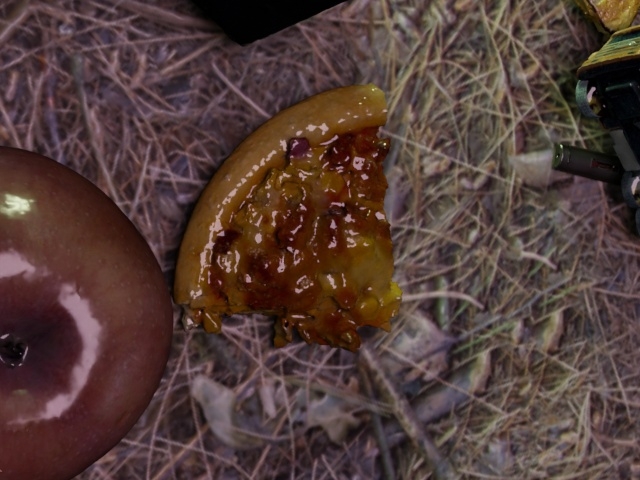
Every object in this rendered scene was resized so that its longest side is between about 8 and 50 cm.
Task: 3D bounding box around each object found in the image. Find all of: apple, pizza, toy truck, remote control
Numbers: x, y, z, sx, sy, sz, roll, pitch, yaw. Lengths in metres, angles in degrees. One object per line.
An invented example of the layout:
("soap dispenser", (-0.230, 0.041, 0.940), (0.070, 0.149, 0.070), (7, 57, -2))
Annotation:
("apple", (-0.259, 0.067, 1.199), (0.306, 0.235, 0.305), (0, 89, -28))
("pizza", (0.297, -0.282, 1.591), (0.099, 0.036, 0.160), (16, 81, -26))
("toy truck", (0.368, -0.106, 1.577), (0.140, 0.108, 0.256), (-50, 119, -38))
("remote control", (0.280, -0.079, 1.589), (0.091, 0.016, 0.034), (11, 86, -27))
("pizza", (0.000, 0.000, 1.414), (0.289, 0.081, 0.228), (-47, 108, -21))

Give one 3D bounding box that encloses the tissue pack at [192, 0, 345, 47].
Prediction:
("tissue pack", (-0.092, -0.389, 1.277), (0.416, 0.264, 0.253), (42, 70, -20))
